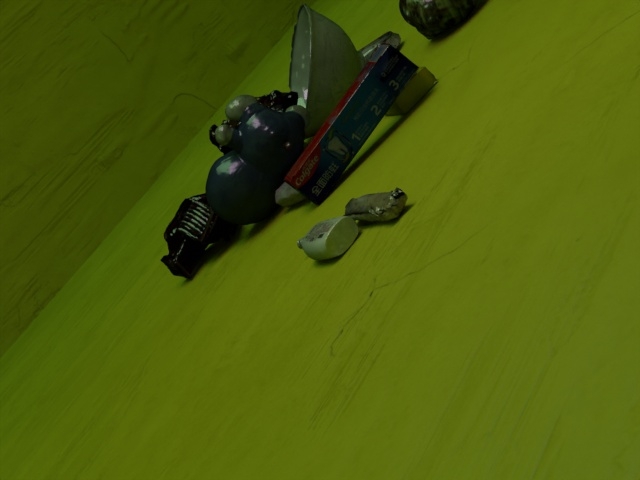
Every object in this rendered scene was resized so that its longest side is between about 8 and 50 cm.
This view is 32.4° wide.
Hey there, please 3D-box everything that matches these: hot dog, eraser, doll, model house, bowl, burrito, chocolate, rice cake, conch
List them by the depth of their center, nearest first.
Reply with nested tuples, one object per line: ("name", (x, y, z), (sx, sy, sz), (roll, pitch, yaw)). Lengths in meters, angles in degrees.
("burrito", (0.083, -0.052, 1.716), (0.051, 0.042, 0.171), (-48, 19, -17))
("eraser", (0.162, -0.291, 2.143), (0.097, 0.045, 0.122), (-46, 15, -6))
("rice cake", (0.019, -0.181, 2.207), (0.298, 0.050, 0.106), (-52, 16, -27))
("doll", (-0.129, -0.153, 2.233), (0.258, 0.228, 0.154), (-58, 46, 27))
("conch", (0.262, -0.511, 2.347), (0.187, 0.124, 0.181), (-24, -2, -22))
("model house", (-0.255, -0.009, 2.373), (0.203, 0.141, 0.164), (-60, 31, 17))
("chocolate", (-0.153, -0.240, 2.407), (0.224, 0.177, 0.206), (-100, 22, -71))
("bowl", (0.020, -0.368, 2.457), (0.313, 0.146, 0.314), (180, 90, -81))
("hot dog", (0.110, -0.432, 2.636), (0.191, 0.059, 0.108), (-31, 22, 32))

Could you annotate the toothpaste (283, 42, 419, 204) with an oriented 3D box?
("toothpaste", (0.056, -0.218, 2.058), (0.320, 0.076, 0.066), (-53, 16, 2))

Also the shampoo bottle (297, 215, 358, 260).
("shampoo bottle", (0.000, 0.000, 1.777), (0.077, 0.045, 0.152), (-52, 19, -22))
